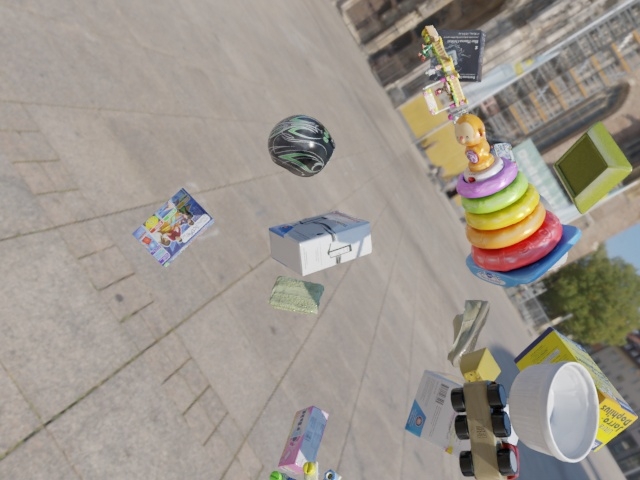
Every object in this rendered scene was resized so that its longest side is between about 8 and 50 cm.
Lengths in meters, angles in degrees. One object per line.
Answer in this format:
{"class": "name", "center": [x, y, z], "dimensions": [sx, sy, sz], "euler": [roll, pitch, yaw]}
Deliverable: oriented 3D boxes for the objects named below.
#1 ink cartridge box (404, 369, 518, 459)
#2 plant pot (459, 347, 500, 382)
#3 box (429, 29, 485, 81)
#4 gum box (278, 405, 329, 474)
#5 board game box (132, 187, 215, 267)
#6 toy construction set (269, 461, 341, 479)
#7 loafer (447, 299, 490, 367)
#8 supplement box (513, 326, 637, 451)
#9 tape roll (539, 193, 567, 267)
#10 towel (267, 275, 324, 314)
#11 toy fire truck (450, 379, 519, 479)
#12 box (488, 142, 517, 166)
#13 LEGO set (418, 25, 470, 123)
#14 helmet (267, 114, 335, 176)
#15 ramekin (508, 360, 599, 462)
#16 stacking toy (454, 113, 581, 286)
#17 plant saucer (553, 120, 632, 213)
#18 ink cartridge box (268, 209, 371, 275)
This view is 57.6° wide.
{"class": "ink cartridge box", "center": [0.440, 0.539, 1.760], "dimensions": [0.270, 0.198, 0.197], "euler": [18, -3, 43]}
{"class": "plant pot", "center": [0.424, 0.352, 1.568], "dimensions": [0.081, 0.081, 0.083], "euler": [58, 34, -4]}
{"class": "box", "center": [0.437, -0.588, 1.862], "dimensions": [0.093, 0.156, 0.158], "euler": [-32, 126, -64]}
{"class": "gum box", "center": [-0.049, 0.589, 1.733], "dimensions": [0.062, 0.107, 0.188], "euler": [33, 53, -16]}
{"class": "board game box", "center": [-0.431, -0.038, 1.714], "dimensions": [0.136, 0.201, 0.035], "euler": [46, -8, 6]}
{"class": "toy construction set", "center": [-0.085, 0.704, 1.420], "dimensions": [0.328, 0.215, 0.151], "euler": [-69, 152, -45]}
{"class": "loafer", "center": [0.472, 0.299, 1.913], "dimensions": [0.268, 0.092, 0.102], "euler": [-51, 144, -33]}
{"class": "supplement box", "center": [0.876, 0.510, 2.030], "dimensions": [0.194, 0.195, 0.356], "euler": [30, 22, -26]}
{"class": "tape roll", "center": [0.617, -0.009, 1.789], "dimensions": [0.246, 0.169, 0.246], "euler": [159, -90, -89]}
{"class": "towel", "center": [-0.070, 0.158, 1.688], "dimensions": [0.027, 0.148, 0.110], "euler": [93, 10, -54]}
{"class": "toy fire truck", "center": [0.404, 0.458, 1.406], "dimensions": [0.246, 0.158, 0.217], "euler": [24, 55, -53]}
{"class": "box", "center": [0.606, -0.276, 1.940], "dimensions": [0.137, 0.027, 0.094], "euler": [-16, 89, -48]}
{"class": "LEGO set", "center": [0.326, -0.463, 1.650], "dimensions": [0.132, 0.107, 0.287], "euler": [-51, 117, -78]}
{"class": "helmet", "center": [-0.060, -0.270, 1.623], "dimensions": [0.161, 0.169, 0.169], "euler": [28, 29, -32]}
{"class": "ramekin", "center": [0.503, 0.366, 1.268], "dimensions": [0.207, 0.109, 0.207], "euler": [7, 79, -37]}
{"class": "stacking toy", "center": [0.301, -0.083, 1.004], "dimensions": [0.302, 0.165, 0.175], "euler": [60, -18, -24]}
{"class": "plant saucer", "center": [0.721, -0.200, 1.586], "dimensions": [0.045, 0.188, 0.188], "euler": [6, 51, -25]}
{"class": "ink cartridge box", "center": [0.000, 0.000, 1.399], "dimensions": [0.148, 0.203, 0.086], "euler": [24, -55, 52]}
